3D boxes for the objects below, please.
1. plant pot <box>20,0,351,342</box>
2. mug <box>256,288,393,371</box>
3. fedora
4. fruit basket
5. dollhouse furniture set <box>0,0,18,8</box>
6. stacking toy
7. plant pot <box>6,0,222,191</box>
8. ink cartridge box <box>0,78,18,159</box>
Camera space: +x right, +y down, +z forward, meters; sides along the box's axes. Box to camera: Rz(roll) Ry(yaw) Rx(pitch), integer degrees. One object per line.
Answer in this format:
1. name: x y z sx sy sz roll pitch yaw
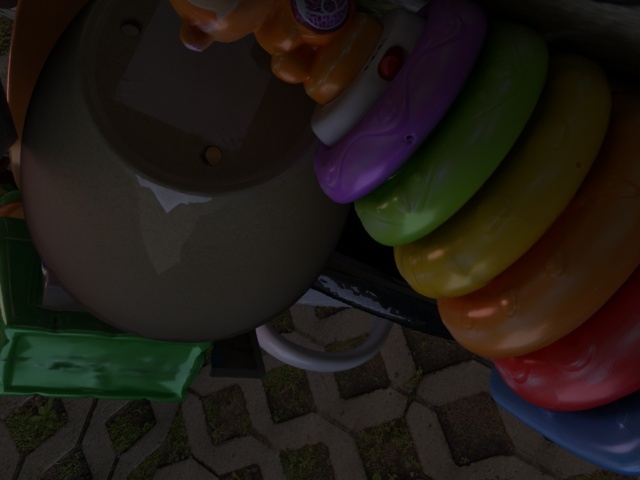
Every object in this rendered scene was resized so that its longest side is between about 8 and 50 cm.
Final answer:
1. plant pot: -0.079 -0.064 0.545 0.256 0.257 0.274 21 170 -7
2. mug: 0.000 0.000 1.177 0.328 0.374 0.276 15 149 -18
3. fedora: 0.067 -0.014 0.896 0.334 0.153 0.334 22 -177 -1
4. fruit basket: -0.230 -0.013 0.882 0.327 0.165 0.353 8 -131 -23
5. dollhouse furniture set: -0.454 -0.188 0.902 0.198 0.303 0.286 22 -176 -2
6. stacking toy: 0.060 -0.046 0.387 0.301 0.175 0.166 35 175 -14
7. plant pot: -0.165 -0.134 0.779 0.187 0.205 0.205 6 -174 -7
8. ink cartridge box: -0.215 -0.126 0.447 0.066 0.189 0.232 -17 -165 -17
